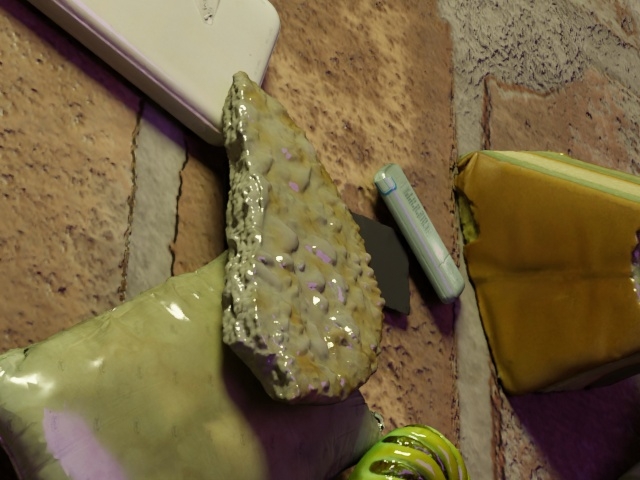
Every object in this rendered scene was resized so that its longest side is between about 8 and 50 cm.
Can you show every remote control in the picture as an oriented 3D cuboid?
[{"bbox_3d":[0.082,-0.006,1.294,0.124,0.018,0.053,60,19,-5],"label":"remote control"}]

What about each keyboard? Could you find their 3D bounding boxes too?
[{"bbox_3d":[-0.001,0.000,1.214,0.196,0.015,0.074,22,59,-38],"label":"keyboard"}]

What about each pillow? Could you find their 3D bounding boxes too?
[{"bbox_3d":[-0.082,0.109,1.020,0.302,0.075,0.185,-26,83,-51],"label":"pillow"}]

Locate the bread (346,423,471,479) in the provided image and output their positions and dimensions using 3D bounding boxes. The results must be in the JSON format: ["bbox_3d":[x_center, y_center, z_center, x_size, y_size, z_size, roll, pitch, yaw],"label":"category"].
[{"bbox_3d":[0.061,0.196,1.099,0.130,0.071,0.139,-64,150,-21],"label":"bread"}]

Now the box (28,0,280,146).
[{"bbox_3d":[-0.148,-0.198,1.140,0.285,0.044,0.142,39,48,-27],"label":"box"}]

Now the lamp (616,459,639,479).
[{"bbox_3d":[0.368,0.209,1.376,0.182,0.182,0.314,57,46,-8],"label":"lamp"}]

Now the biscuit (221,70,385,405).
[{"bbox_3d":[-0.011,0.014,1.089,0.141,0.038,0.289,32,35,-33],"label":"biscuit"}]

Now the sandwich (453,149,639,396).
[{"bbox_3d":[0.244,-0.003,1.335,0.155,0.198,0.227,0,70,-47],"label":"sandwich"}]
